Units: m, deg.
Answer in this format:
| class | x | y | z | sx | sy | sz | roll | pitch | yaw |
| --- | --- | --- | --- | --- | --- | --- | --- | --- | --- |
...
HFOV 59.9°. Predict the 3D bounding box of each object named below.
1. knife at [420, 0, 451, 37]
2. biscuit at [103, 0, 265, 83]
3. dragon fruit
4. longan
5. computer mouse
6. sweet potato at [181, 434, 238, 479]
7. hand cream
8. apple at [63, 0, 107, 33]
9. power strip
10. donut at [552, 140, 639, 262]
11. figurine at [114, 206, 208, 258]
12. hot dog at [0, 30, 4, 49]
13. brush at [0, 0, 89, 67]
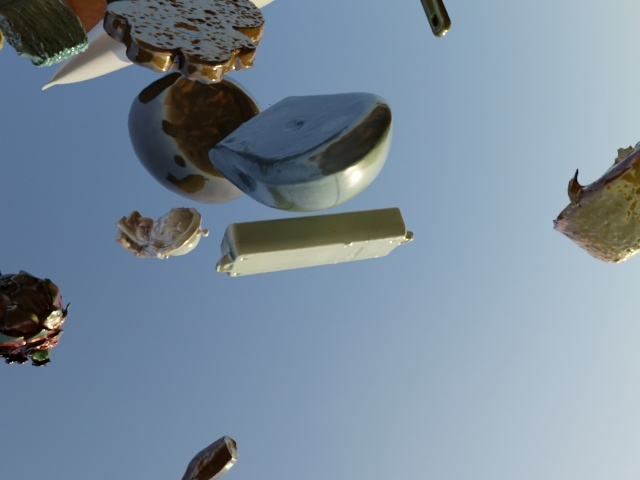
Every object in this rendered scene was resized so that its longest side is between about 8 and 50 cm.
| class | x | y | z | sx | sy | sz | roll | pitch | yaw |
| --- | --- | --- | --- | --- | --- | --- | --- | --- | --- |
| knife | 0.124 | -0.429 | 0.757 | 0.027 | 0.061 | 0.342 | -6 | -110 | -28 |
| biscuit | -0.104 | -0.166 | 0.424 | 0.124 | 0.026 | 0.175 | 11 | -142 | -14 |
| dragon fruit | -0.610 | 0.152 | 1.137 | 0.182 | 0.182 | 0.188 | -3 | -58 | -49 |
| longan | -0.331 | -0.282 | 1.518 | 0.404 | 0.405 | 0.336 | 55 | -136 | -18 |
| computer mouse | -0.027 | -0.121 | 0.782 | 0.188 | 0.371 | 0.121 | -37 | -59 | -17 |
| sweet potato | -0.166 | 0.327 | 0.784 | 0.117 | 0.049 | 0.049 | -39 | -72 | -15 |
| hand cream | -0.227 | -0.320 | 0.797 | 0.118 | 0.359 | 0.185 | 57 | -160 | -26 |
| apple | -0.645 | -0.670 | 1.495 | 0.347 | 0.391 | 0.391 | 3 | -109 | -22 |
| power strip | 0.000 | 0.000 | 0.879 | 0.339 | 0.098 | 0.058 | -6 | -112 | -20 |
| donut | 0.392 | -0.078 | 0.652 | 0.118 | 0.253 | 0.254 | 48 | -143 | 17 |
| figurine | -0.398 | -0.026 | 1.420 | 0.141 | 0.237 | 0.162 | 60 | -141 | -37 |
| hot dog | -0.498 | -0.297 | 0.617 | 0.272 | 0.122 | 0.196 | 26 | -111 | -39 |
| brush | -0.254 | -0.211 | 0.400 | 0.196 | 0.021 | 0.070 | 48 | -143 | -13 |
